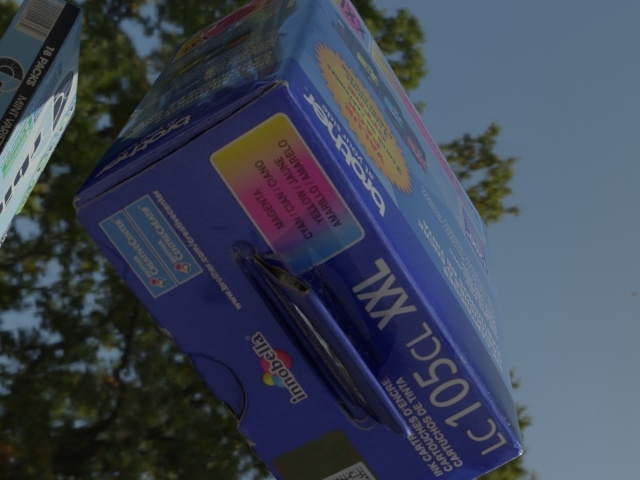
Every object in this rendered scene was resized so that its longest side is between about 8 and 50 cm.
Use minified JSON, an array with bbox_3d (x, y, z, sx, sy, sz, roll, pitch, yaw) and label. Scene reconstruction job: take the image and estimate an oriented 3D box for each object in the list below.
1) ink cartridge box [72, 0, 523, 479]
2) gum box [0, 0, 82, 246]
[{"bbox_3d":[0.000,0.000,0.748,0.151,0.395,0.270,-29,-71,17],"label":"ink cartridge box"},{"bbox_3d":[-0.229,-0.074,0.833,0.184,0.041,0.157,128,-14,-69],"label":"gum box"}]
